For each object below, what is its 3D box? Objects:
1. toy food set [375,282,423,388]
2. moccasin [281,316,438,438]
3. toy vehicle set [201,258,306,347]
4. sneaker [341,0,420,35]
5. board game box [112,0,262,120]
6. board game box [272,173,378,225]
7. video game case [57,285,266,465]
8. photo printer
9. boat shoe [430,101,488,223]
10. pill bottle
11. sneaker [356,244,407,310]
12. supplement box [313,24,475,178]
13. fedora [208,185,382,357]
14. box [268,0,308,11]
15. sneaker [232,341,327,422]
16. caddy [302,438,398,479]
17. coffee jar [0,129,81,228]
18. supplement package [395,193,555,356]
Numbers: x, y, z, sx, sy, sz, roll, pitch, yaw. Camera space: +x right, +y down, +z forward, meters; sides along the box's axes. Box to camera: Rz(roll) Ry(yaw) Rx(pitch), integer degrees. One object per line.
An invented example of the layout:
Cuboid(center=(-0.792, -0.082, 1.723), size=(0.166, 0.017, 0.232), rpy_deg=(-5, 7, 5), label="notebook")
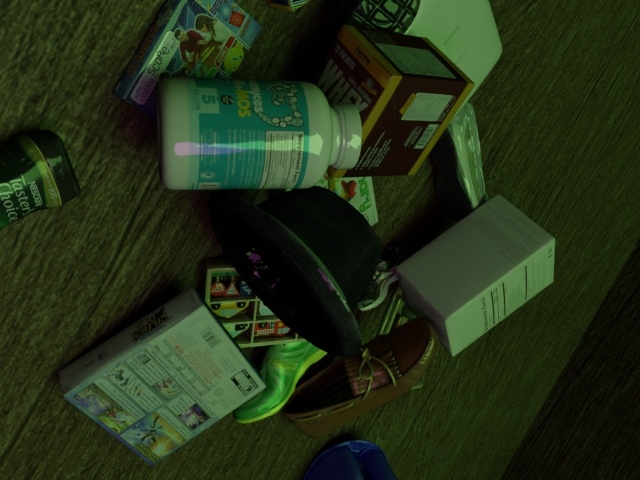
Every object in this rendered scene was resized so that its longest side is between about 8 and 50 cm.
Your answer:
Cuboid(center=(0.245, 0.238, 1.601), size=(0.219, 0.092, 0.306), rpy_deg=(7, 108, -48), label="toy food set")
Cuboid(center=(0.082, 0.282, 1.364), size=(0.380, 0.139, 0.147), rpy_deg=(-32, 133, 18), label="moccasin")
Cuboid(center=(-0.080, 0.109, 1.146), size=(0.266, 0.035, 0.166), rpy_deg=(-2, 117, -20), label="toy vehicle set")
Cuboid(center=(0.117, -0.415, 1.004), size=(0.101, 0.106, 0.267), rpy_deg=(28, 105, -35), label="sneaker")
Cuboid(center=(-0.182, -0.256, 0.894), size=(0.136, 0.035, 0.201), rpy_deg=(31, 89, -51), label="board game box")
Cuboid(center=(0.002, -0.120, 1.140), size=(0.193, 0.053, 0.305), rpy_deg=(-35, 130, -28), label="board game box")
Cuboid(center=(-0.250, 0.233, 1.062), size=(0.244, 0.061, 0.270), rpy_deg=(-34, 136, -8), label="video game case")
Cuboid(center=(0.204, -0.377, 1.168), size=(0.256, 0.107, 0.307), rpy_deg=(-51, 140, -9), label="photo printer")
Cuboid(center=(0.320, -0.156, 1.424), size=(0.103, 0.118, 0.320), rpy_deg=(-38, 129, -18), label="boat shoe")
Cuboid(center=(-0.083, -0.142, 0.856), size=(0.264, 0.146, 0.146), rpy_deg=(-2, 118, -17), label="pill bottle")
Cuboid(center=(0.122, 0.075, 1.405), size=(0.178, 0.072, 0.077), rpy_deg=(-45, 127, -29), label="sneaker")
Cuboid(center=(0.095, -0.211, 1.002), size=(0.194, 0.129, 0.191), rpy_deg=(-7, 141, -41), label="supplement box")
Cuboid(center=(-0.018, 0.015, 0.937), size=(0.152, 0.334, 0.334), rpy_deg=(-41, 137, -19), label="fedora")
Cuboid(center=(-0.008, -0.414, 0.961), size=(0.169, 0.059, 0.054), rpy_deg=(-42, 136, -20), label="box")
Cuboid(center=(-0.081, 0.229, 1.265), size=(0.295, 0.109, 0.123), rpy_deg=(-48, 118, -12), label="sneaker")
Cuboid(center=(0.058, 0.672, 1.613), size=(0.241, 0.179, 0.341), rpy_deg=(17, 101, -26), label="caddy")
Cuboid(center=(-0.388, -0.061, 0.764), size=(0.184, 0.079, 0.096), rpy_deg=(-33, 133, -30), label="coffee jar")
Cuboid(center=(0.340, 0.076, 1.396), size=(0.293, 0.177, 0.175), rpy_deg=(-34, 142, -8), label="supplement package")
